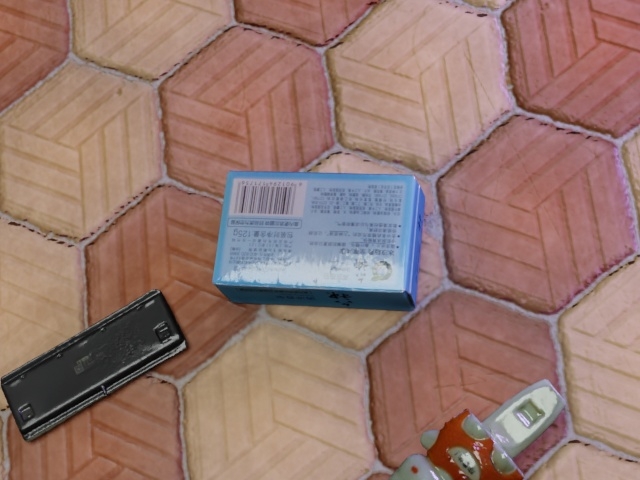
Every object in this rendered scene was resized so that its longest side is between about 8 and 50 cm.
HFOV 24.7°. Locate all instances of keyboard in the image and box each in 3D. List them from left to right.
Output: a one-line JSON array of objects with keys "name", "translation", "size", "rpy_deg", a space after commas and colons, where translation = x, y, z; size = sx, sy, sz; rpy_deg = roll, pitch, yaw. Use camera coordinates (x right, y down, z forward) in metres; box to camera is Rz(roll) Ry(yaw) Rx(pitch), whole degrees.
[{"name": "keyboard", "translation": [-0.272, 0.150, 1.747], "size": [0.230, 0.025, 0.094], "rpy_deg": [-30, 65, 2]}]

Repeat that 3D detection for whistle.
[{"name": "whistle", "translation": [0.159, 0.244, 1.570], "size": [0.253, 0.106, 0.102], "rpy_deg": [-38, 107, -3]}]

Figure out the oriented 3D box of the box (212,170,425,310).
[{"name": "box", "translation": [0.000, 0.000, 1.704], "size": [0.232, 0.083, 0.143], "rpy_deg": [2, 71, 13]}]
